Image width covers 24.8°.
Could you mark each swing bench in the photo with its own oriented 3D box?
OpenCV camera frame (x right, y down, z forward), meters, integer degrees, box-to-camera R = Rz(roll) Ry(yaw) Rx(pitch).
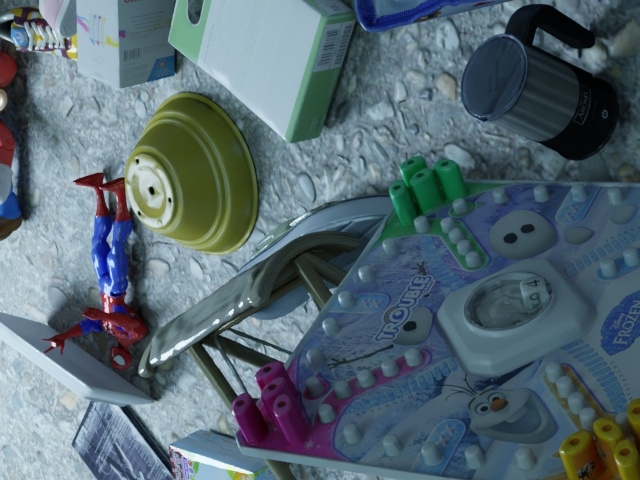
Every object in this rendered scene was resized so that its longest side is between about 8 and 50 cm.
[{"bbox_3d":[-0.023,0.123,1.629,0.254,0.165,0.253,42,139,-15],"label":"swing bench"}]

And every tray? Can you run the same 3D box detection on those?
[{"bbox_3d":[-0.375,0.175,2.114,0.270,0.145,0.030,29,94,36],"label":"tray"}]

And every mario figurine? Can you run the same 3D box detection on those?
[{"bbox_3d":[-0.531,-0.152,2.113,0.198,0.170,0.321,5,123,9],"label":"mario figurine"}]

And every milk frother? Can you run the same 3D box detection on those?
[{"bbox_3d":[0.188,-0.147,1.392,0.143,0.134,0.129,-18,61,46],"label":"milk frother"}]

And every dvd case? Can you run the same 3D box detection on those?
[{"bbox_3d":[-0.286,0.337,2.176,0.221,0.018,0.164,49,133,22],"label":"dvd case"}]

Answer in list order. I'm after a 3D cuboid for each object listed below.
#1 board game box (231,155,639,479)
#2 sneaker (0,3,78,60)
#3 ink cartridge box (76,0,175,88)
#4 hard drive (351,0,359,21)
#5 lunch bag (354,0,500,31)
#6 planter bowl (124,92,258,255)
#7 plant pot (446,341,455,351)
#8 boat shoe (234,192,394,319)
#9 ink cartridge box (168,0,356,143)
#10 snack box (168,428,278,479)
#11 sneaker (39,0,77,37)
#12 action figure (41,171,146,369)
[{"bbox_3d":[0.164,0.054,1.270,0.390,0.390,0.050,3,131,34],"label":"board game box"},{"bbox_3d":[-0.368,-0.275,1.962,0.185,0.084,0.070,16,117,42],"label":"sneaker"},{"bbox_3d":[-0.244,-0.277,1.826,0.090,0.092,0.143,23,120,40],"label":"ink cartridge box"},{"bbox_3d":[0.059,-0.308,1.546,0.094,0.022,0.135,-7,101,48],"label":"hard drive"},{"bbox_3d":[0.163,-0.395,1.174,0.239,0.328,0.386,-9,97,43],"label":"lunch bag"},{"bbox_3d":[-0.185,-0.073,1.849,0.217,0.090,0.217,20,120,40],"label":"planter bowl"},{"bbox_3d":[0.188,0.168,1.421,0.263,0.263,0.229,9,110,44],"label":"plant pot"},{"bbox_3d":[0.000,0.000,1.678,0.109,0.094,0.302,36,140,-28],"label":"boat shoe"},{"bbox_3d":[-0.072,-0.245,1.687,0.235,0.056,0.171,42,132,31],"label":"ink cartridge box"},{"bbox_3d":[-0.115,0.376,1.973,0.174,0.070,0.207,10,114,42],"label":"snack box"},{"bbox_3d":[-0.325,-0.338,1.895,0.070,0.051,0.134,39,108,35],"label":"sneaker"},{"bbox_3d":[-0.318,0.061,2.014,0.091,0.139,0.280,12,117,44],"label":"action figure"}]
